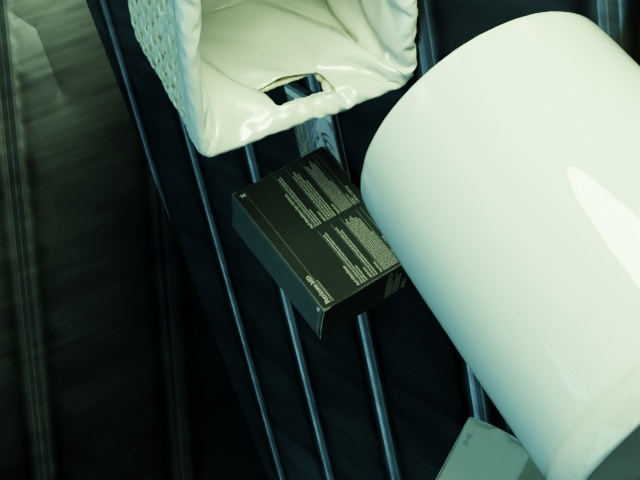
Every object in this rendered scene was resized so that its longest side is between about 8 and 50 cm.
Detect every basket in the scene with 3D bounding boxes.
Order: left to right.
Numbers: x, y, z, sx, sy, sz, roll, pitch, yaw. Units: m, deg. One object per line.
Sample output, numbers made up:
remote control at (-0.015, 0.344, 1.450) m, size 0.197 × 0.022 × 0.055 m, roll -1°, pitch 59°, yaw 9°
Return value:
basket at (-0.071, -0.341, 1.617) m, size 0.266 × 0.328 × 0.331 m, roll 57°, pitch 161°, yaw 34°

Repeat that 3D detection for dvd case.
dvd case at (0.000, -0.153, 2.124) m, size 0.164 × 0.018 × 0.221 m, roll 40°, pitch 149°, yaw 51°

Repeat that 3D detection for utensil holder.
utensil holder at (0.259, 0.018, 1.180) m, size 0.385 × 0.327 × 0.327 m, roll 57°, pitch 160°, yaw 29°

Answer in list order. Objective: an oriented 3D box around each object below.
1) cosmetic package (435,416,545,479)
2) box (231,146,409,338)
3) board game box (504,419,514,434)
cosmetic package at (0.300, 0.351, 1.547) m, size 0.296 × 0.129 × 0.153 m, roll 31°, pitch 176°, yaw -23°
box at (0.000, 0.000, 2.025) m, size 0.261 × 0.184 × 0.103 m, roll 51°, pitch 155°, yaw 24°
board game box at (0.283, 0.103, 1.494) m, size 0.142 × 0.144 × 0.275 m, roll 22°, pitch 135°, yaw 63°
